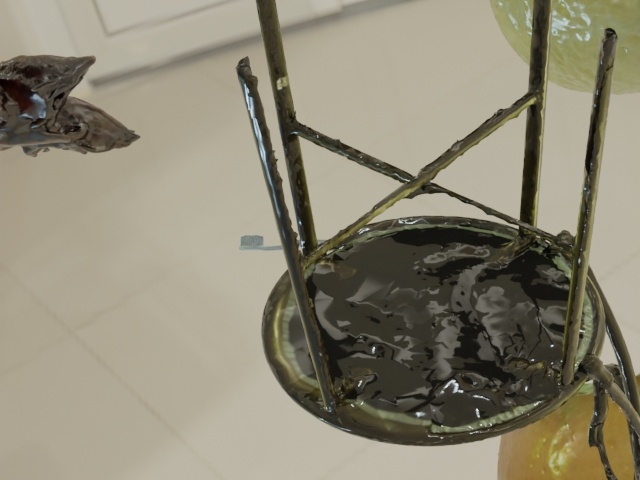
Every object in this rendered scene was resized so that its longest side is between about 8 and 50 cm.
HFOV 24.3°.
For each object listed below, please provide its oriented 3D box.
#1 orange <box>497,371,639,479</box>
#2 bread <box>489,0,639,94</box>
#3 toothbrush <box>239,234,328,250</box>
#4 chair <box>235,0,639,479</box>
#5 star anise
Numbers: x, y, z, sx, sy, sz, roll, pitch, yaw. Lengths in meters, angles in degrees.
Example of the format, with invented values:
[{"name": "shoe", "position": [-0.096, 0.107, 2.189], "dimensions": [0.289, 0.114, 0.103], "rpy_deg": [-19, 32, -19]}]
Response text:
[{"name": "orange", "position": [0.228, 0.151, 0.932], "dimensions": [0.237, 0.179, 0.158], "rpy_deg": [-16, 31, 11]}, {"name": "bread", "position": [0.332, -0.315, 1.629], "dimensions": [0.237, 0.320, 0.320], "rpy_deg": [17, 48, 44]}, {"name": "toothbrush", "position": [0.000, 0.000, 1.669], "dimensions": [0.193, 0.013, 0.019], "rpy_deg": [-2, 80, 17]}, {"name": "chair", "position": [0.059, 0.033, 0.630], "dimensions": [0.170, 0.326, 0.160], "rpy_deg": [-6, 36, 2]}, {"name": "star anise", "position": [-0.213, -0.086, 0.966], "dimensions": [0.212, 0.157, 0.053], "rpy_deg": [1, 71, -26]}]
